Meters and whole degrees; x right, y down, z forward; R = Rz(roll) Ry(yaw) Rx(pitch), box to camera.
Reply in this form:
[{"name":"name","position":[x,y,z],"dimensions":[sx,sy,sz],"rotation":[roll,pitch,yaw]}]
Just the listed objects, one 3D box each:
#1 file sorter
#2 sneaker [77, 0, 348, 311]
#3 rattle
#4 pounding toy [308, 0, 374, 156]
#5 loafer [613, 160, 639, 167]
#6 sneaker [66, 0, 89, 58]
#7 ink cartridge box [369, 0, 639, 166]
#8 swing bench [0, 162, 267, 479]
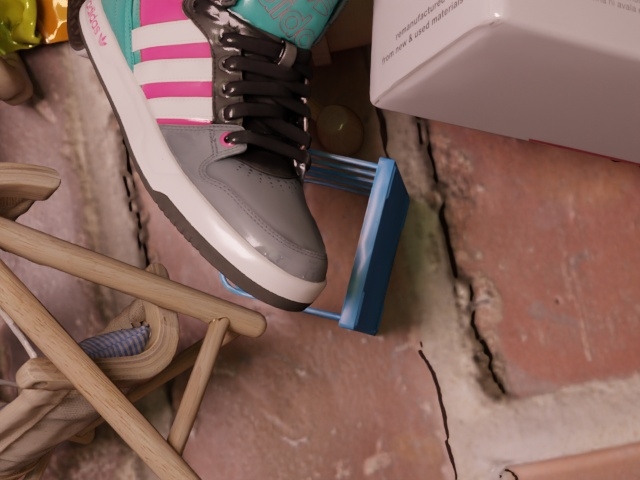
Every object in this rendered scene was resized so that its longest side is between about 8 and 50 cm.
[{"name":"file sorter","position":[0.000,0.000,0.831],"dimensions":[0.104,0.170,0.118],"rotation":[14,86,10]},{"name":"sneaker","position":[-0.034,-0.114,0.704],"dimensions":[0.178,0.124,0.295],"rotation":[-44,58,21]},{"name":"rattle","position":[-0.250,-0.199,0.849],"dimensions":[0.142,0.200,0.130],"rotation":[-15,61,8]},{"name":"pounding toy","position":[-0.015,-0.205,0.857],"dimensions":[0.154,0.154,0.270],"rotation":[-11,83,3]},{"name":"loafer","position":[0.280,-0.070,0.869],"dimensions":[0.170,0.062,0.061],"rotation":[39,84,6]},{"name":"sneaker","position":[-0.137,-0.265,0.918],"dimensions":[0.123,0.106,0.290],"rotation":[15,68,-37]},{"name":"ink cartridge box","position":[0.194,-0.268,0.766],"dimensions":[0.279,0.160,0.385],"rotation":[9,74,-22]},{"name":"swing bench","position":[-0.222,0.091,0.740],"dimensions":[0.254,0.165,0.253],"rotation":[38,132,-21]}]
